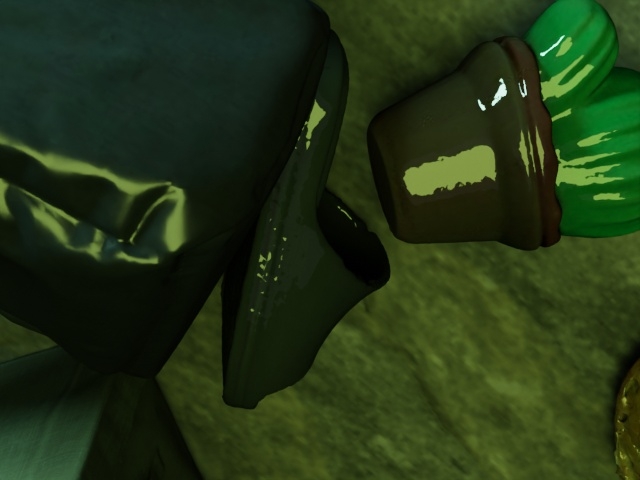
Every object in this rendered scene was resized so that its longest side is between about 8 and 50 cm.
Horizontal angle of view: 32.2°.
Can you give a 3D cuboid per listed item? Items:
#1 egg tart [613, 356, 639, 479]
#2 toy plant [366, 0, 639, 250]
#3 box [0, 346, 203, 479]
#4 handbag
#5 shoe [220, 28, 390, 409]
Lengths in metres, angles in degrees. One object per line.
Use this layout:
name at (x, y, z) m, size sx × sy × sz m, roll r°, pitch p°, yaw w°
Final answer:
egg tart at (0.279, 0.125, 0.710) m, size 0.191 × 0.074 × 0.191 m, roll 1°, pitch 111°, yaw 2°
toy plant at (0.128, -0.062, 0.618) m, size 0.200 × 0.105 × 0.142 m, roll -16°, pitch 111°, yaw -7°
box at (-0.163, 0.178, 0.646) m, size 0.155 × 0.231 × 0.149 m, roll -17°, pitch 111°, yaw 6°
handbag at (-0.159, -0.064, 0.534) m, size 0.275 × 0.302 × 0.178 m, roll 26°, pitch 69°, yaw -6°
shoe at (0.000, 0.000, 0.629) m, size 0.093 × 0.108 × 0.241 m, roll 7°, pitch 121°, yaw -11°
